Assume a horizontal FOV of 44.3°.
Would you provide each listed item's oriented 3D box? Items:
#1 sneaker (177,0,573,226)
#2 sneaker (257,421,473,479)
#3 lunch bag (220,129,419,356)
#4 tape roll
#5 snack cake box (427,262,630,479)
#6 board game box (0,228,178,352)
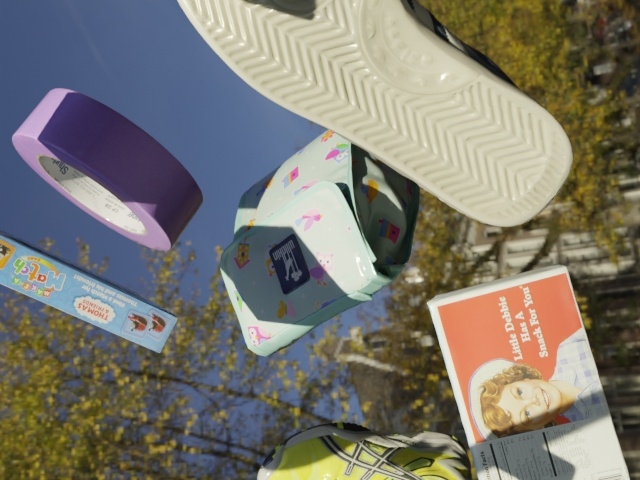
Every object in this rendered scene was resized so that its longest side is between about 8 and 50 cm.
[{"bbox_3d":[0.029,-0.142,0.604,0.350,0.131,0.148,39,-168,-14],"label":"sneaker"},{"bbox_3d":[0.085,0.411,1.351,0.147,0.385,0.145,-104,17,-57],"label":"sneaker"},{"bbox_3d":[0.000,0.000,0.976,0.160,0.223,0.262,40,-144,-26],"label":"lunch bag"},{"bbox_3d":[-0.312,-0.099,1.164,0.090,0.275,0.275,-58,-36,-19],"label":"tape roll"},{"bbox_3d":[0.227,0.171,0.855,0.089,0.152,0.264,-3,-103,-77],"label":"snack cake box"},{"bbox_3d":[-0.238,0.029,0.679,0.211,0.160,0.039,27,-99,-19],"label":"board game box"}]
